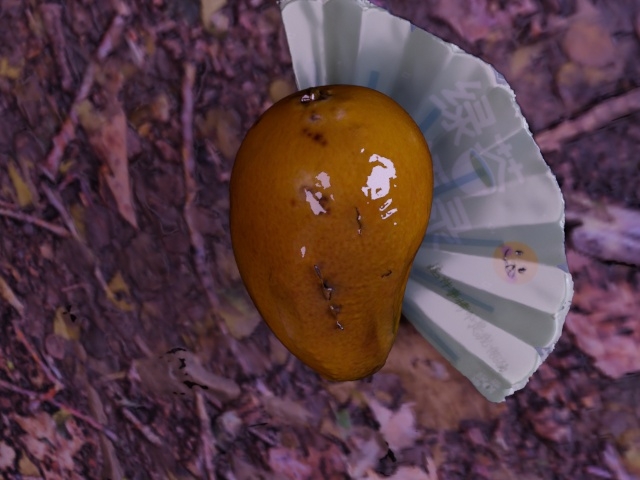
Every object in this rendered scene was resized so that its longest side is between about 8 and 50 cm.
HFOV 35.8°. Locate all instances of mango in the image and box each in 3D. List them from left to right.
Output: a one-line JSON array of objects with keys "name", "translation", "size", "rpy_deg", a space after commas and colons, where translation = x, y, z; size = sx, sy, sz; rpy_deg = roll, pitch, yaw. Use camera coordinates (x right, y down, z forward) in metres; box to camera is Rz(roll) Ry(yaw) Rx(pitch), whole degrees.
[{"name": "mango", "translation": [-0.002, 0.000, 0.483], "size": [0.105, 0.084, 0.159], "rpy_deg": [24, 121, 27]}]

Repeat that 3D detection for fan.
[{"name": "fan", "translation": [0.053, -0.025, 0.498], "size": [0.131, 0.009, 0.240], "rpy_deg": [-25, 97, 34]}]
